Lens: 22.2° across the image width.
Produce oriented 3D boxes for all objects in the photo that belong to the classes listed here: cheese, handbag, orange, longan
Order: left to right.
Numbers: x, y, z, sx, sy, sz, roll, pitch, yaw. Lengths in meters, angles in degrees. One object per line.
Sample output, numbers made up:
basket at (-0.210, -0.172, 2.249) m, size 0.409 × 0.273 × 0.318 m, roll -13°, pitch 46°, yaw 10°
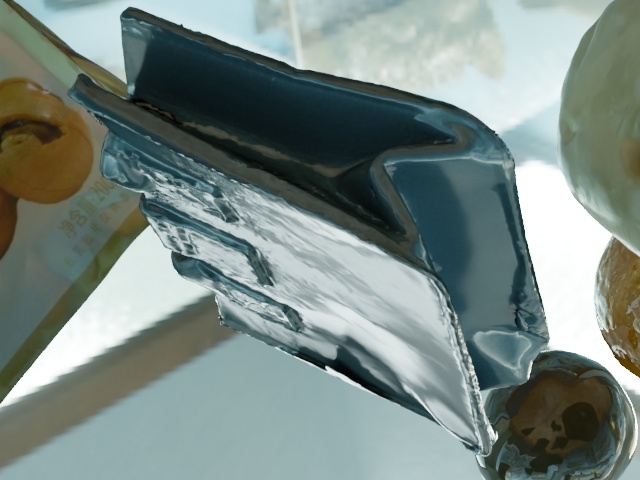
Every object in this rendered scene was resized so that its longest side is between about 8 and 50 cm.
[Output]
handbag at (0.000, 0.000, 0.673) m, size 0.179 × 0.229 × 0.062 m, roll 24°, pitch -108°, yaw 23°
longan at (0.239, 0.198, 1.652) m, size 0.189 × 0.189 × 0.189 m, roll -6°, pitch -149°, yaw 4°
orange at (0.351, 0.047, 1.437) m, size 0.219 × 0.193 × 0.219 m, roll 21°, pitch -176°, yaw -2°
cheese at (0.243, -0.045, 0.891) m, size 0.248 × 0.173 × 0.251 m, roll 25°, pitch -147°, yaw 12°

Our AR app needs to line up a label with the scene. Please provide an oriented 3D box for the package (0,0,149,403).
package at (-0.231, 0.013, 1.001) m, size 0.221 × 0.311 × 0.165 m, roll 40°, pitch -177°, yaw 10°
